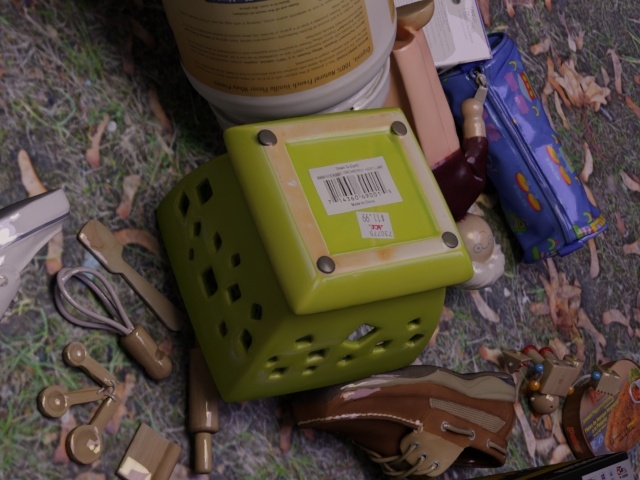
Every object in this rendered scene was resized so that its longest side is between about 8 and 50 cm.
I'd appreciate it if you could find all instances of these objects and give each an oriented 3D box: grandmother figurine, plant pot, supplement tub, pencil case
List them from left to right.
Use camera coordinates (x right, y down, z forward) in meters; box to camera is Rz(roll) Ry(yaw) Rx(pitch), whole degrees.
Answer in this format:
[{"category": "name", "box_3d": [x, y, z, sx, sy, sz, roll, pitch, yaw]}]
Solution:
[{"category": "supplement tub", "box_3d": [-0.047, -0.263, 1.370, 0.316, 0.228, 0.228, 76, 30, -45]}, {"category": "plant pot", "box_3d": [0.000, 0.000, 1.337, 0.228, 0.207, 0.227, -10, 66, -29]}, {"category": "grandmother figurine", "box_3d": [0.126, -0.091, 1.618, 0.208, 0.104, 0.342, -30, 110, -18]}, {"category": "pencil case", "box_3d": [0.249, -0.115, 1.771, 0.306, 0.119, 0.133, 60, 11, -10]}]

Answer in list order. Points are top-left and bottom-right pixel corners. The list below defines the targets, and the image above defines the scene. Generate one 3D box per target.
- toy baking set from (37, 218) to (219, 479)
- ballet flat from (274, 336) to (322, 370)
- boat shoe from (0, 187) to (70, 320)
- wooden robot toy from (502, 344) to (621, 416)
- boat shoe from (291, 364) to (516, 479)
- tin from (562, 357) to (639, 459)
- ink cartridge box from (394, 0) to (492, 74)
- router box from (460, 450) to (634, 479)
[{"category": "toy baking set", "box_3d": [-0.172, 0.112, 1.320, 0.197, 0.030, 0.256, 21, 61, -40]}, {"category": "ballet flat", "box_3d": [-0.002, 0.099, 1.476, 0.188, 0.070, 0.070, -39, 104, -46]}, {"category": "boat shoe", "box_3d": [-0.303, 0.045, 1.176, 0.258, 0.095, 0.084, -38, 108, -36]}, {"category": "wooden robot toy", "box_3d": [0.290, 0.183, 1.761, 0.173, 0.076, 0.079, 11, 105, -29]}, {"category": "boat shoe", "box_3d": [0.108, 0.202, 1.513, 0.324, 0.122, 0.120, 8, 73, -44]}, {"category": "tin", "box_3d": [0.382, 0.226, 1.849, 0.189, 0.040, 0.106, -28, 100, -47]}, {"category": "ink cartridge box", "box_3d": [0.086, -0.295, 1.677, 0.208, 0.045, 0.206, -10, 82, -23]}, {"category": "router box", "box_3d": [0.144, 0.297, 1.421, 0.309, 0.243, 0.081, -7, 80, -48]}]
